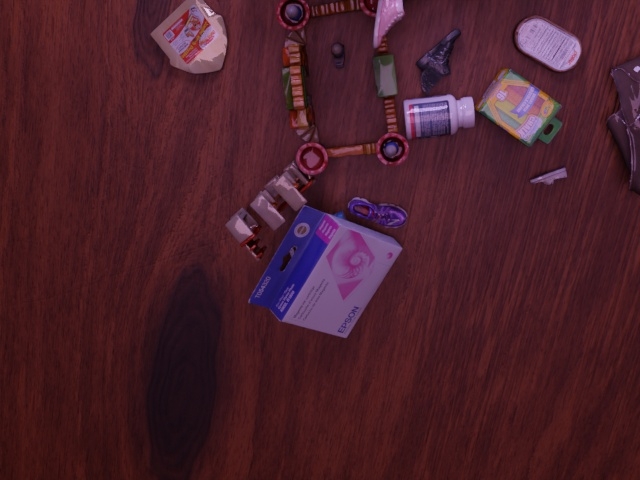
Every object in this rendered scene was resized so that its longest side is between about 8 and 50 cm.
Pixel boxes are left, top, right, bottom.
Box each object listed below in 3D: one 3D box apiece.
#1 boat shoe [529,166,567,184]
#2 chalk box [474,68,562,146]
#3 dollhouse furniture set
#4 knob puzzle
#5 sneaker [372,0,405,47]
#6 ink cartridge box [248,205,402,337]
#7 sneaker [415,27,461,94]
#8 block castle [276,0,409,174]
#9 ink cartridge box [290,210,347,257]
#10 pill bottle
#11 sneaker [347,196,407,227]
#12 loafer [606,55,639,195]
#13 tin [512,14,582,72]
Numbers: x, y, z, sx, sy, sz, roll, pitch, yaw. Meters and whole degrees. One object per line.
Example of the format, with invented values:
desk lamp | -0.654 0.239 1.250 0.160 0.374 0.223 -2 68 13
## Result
boat shoe | 0.621 -0.168 1.906 0.100 0.035 0.035 -19 99 3
chalk box | 0.528 -0.333 1.823 0.213 0.132 0.132 33 105 -3
dollhouse furniture set | -0.116 -0.081 1.886 0.259 0.262 0.135 -40 99 15
knob puzzle | -0.335 -0.542 1.911 0.213 0.030 0.213 1 103 5
sneaker | 0.165 -0.525 1.680 0.070 0.051 0.134 10 91 -1
ink cartridge box | 0.018 0.097 1.929 0.330 0.071 0.324 18 111 -35
sneaker | 0.321 -0.472 1.854 0.170 0.051 0.089 -39 97 18
block castle | 0.057 -0.411 1.810 0.302 0.213 0.454 -6 104 7
ink cartridge box | 0.000 0.000 1.995 0.181 0.061 0.104 -22 101 10
pill bottle | 0.313 -0.329 1.858 0.180 0.108 0.108 -5 103 7
sneaker | 0.157 -0.071 1.958 0.169 0.071 0.068 12 105 2
loafer | 0.815 -0.294 1.822 0.130 0.133 0.366 1 95 33
tin | 0.590 -0.509 1.824 0.189 0.040 0.106 29 109 -2
